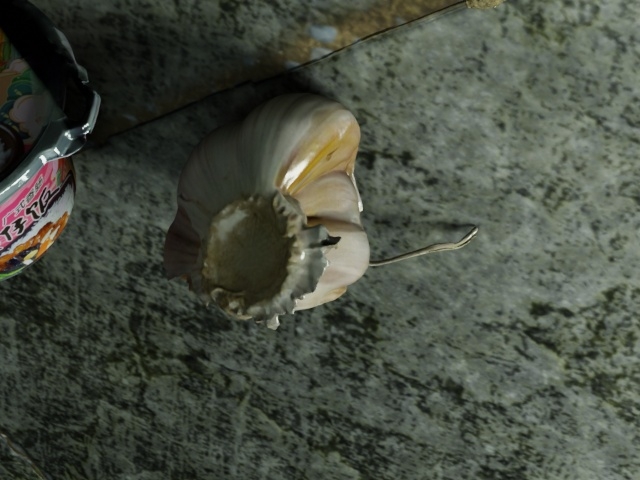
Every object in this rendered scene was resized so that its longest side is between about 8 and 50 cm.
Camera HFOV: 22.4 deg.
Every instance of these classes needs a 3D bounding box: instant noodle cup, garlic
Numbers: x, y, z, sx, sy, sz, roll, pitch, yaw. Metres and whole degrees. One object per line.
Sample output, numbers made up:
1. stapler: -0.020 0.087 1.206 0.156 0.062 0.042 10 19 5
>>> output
1. instant noodle cup: -0.321 -0.073 1.410 0.302 0.258 0.181 14 153 16
2. garlic: 0.000 0.000 1.335 0.256 0.207 0.207 19 140 -2

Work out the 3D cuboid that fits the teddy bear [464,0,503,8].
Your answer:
1. teddy bear: 0.134 -0.211 1.124 0.160 0.078 0.119 -24 115 44
